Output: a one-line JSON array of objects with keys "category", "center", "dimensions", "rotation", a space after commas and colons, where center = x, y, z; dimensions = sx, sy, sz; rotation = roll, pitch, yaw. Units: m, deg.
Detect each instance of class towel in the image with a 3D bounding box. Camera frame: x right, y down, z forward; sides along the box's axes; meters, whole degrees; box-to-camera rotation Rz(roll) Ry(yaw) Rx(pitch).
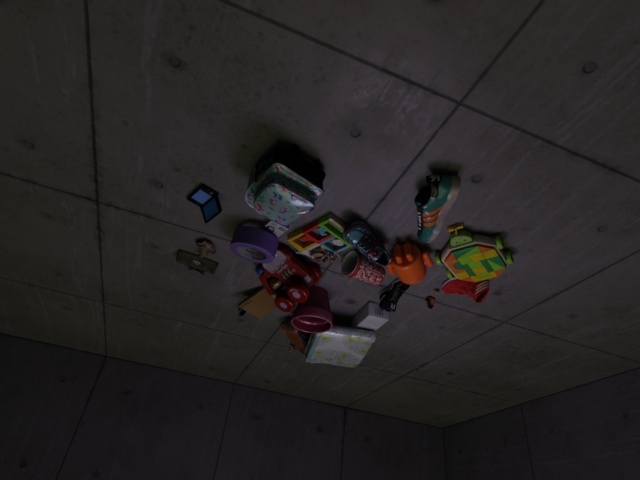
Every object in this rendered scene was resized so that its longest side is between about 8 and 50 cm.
[{"category": "towel", "center": [0.095, 0.575, 2.342], "dimensions": [0.321, 0.090, 0.374], "rotation": [8, 139, -9]}]

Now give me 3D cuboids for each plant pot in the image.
[{"category": "plant pot", "center": [-0.035, 0.334, 2.105], "dimensions": [0.202, 0.180, 0.201], "rotation": [4, 144, 3]}]

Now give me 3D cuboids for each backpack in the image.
[{"category": "backpack", "center": [-0.130, -0.167, 1.443], "dimensions": [0.225, 0.191, 0.254], "rotation": [29, 144, -29]}]

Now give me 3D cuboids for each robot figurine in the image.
[{"category": "robot figurine", "center": [0.365, 0.098, 1.762], "dimensions": [0.158, 0.128, 0.219], "rotation": [-42, 137, -8]}]

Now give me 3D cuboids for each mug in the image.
[{"category": "mug", "center": [0.183, 0.117, 1.863], "dimensions": [0.169, 0.150, 0.113], "rotation": [24, 105, -29]}]

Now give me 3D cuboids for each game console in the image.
[{"category": "game console", "center": [-0.440, -0.137, 1.620], "dimensions": [0.107, 0.071, 0.122], "rotation": [33, 136, -31]}]

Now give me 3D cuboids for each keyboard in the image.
[{"category": "keyboard", "center": [-0.584, 0.101, 2.017], "dimensions": [0.192, 0.038, 0.100], "rotation": [23, 118, -19]}]

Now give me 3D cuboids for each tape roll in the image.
[{"category": "tape roll", "center": [-0.272, 0.020, 1.767], "dimensions": [0.189, 0.080, 0.189], "rotation": [12, 155, 6]}]

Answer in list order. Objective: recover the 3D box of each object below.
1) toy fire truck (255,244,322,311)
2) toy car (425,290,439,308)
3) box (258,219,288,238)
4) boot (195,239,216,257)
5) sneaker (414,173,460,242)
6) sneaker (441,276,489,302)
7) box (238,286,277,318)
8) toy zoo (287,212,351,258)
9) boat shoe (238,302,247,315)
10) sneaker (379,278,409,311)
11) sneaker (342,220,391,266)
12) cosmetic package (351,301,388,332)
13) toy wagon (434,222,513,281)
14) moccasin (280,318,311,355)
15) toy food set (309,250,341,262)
[{"category": "toy fire truck", "center": [-0.162, 0.166, 1.941], "dimensions": [0.254, 0.169, 0.302], "rotation": [42, 136, -7]}, {"category": "toy car", "center": [0.547, 0.282, 2.048], "dimensions": [0.041, 0.060, 0.122], "rotation": [-16, 159, -23]}, {"category": "box", "center": [-0.189, -0.050, 1.737], "dimensions": [0.081, 0.028, 0.136], "rotation": [29, 137, -26]}, {"category": "boot", "center": [-0.521, 0.032, 1.898], "dimensions": [0.119, 0.042, 0.087], "rotation": [-16, 132, 26]}, {"category": "sneaker", "center": [0.376, -0.114, 1.497], "dimensions": [0.121, 0.108, 0.302], "rotation": [10, 136, -3]}, {"category": "sneaker", "center": [0.635, 0.220, 1.882], "dimensions": [0.087, 0.128, 0.221], "rotation": [32, 136, -29]}, {"category": "box", "center": [-0.294, 0.319, 2.210], "dimensions": [0.201, 0.021, 0.164], "rotation": [-35, 131, 17]}, {"category": "toy zoo", "center": [0.000, 0.000, 1.769], "dimensions": [0.293, 0.030, 0.192], "rotation": [-25, 134, 36]}, {"category": "boat shoe", "center": [-0.367, 0.352, 2.284], "dimensions": [0.206, 0.064, 0.075], "rotation": [-27, 132, 38]}, {"category": "sneaker", "center": [0.353, 0.265, 1.997], "dimensions": [0.079, 0.121, 0.217], "rotation": [19, 142, -18]}, {"category": "sneaker", "center": [0.194, 0.018, 1.665], "dimensions": [0.104, 0.125, 0.262], "rotation": [-49, 130, 8]}, {"category": "cosmetic package", "center": [0.258, 0.412, 2.249], "dimensions": [0.117, 0.085, 0.231], "rotation": [16, 145, -14]}, {"category": "toy wagon", "center": [0.598, 0.055, 1.714], "dimensions": [0.267, 0.068, 0.344], "rotation": [-20, 137, 31]}, {"category": "moccasin", "center": [-0.120, 0.578, 2.494], "dimensions": [0.147, 0.139, 0.380], "rotation": [-3, 146, 24]}, {"category": "toy food set", "center": [0.021, 0.075, 1.825], "dimensions": [0.122, 0.019, 0.078], "rotation": [-11, 141, 24]}]
